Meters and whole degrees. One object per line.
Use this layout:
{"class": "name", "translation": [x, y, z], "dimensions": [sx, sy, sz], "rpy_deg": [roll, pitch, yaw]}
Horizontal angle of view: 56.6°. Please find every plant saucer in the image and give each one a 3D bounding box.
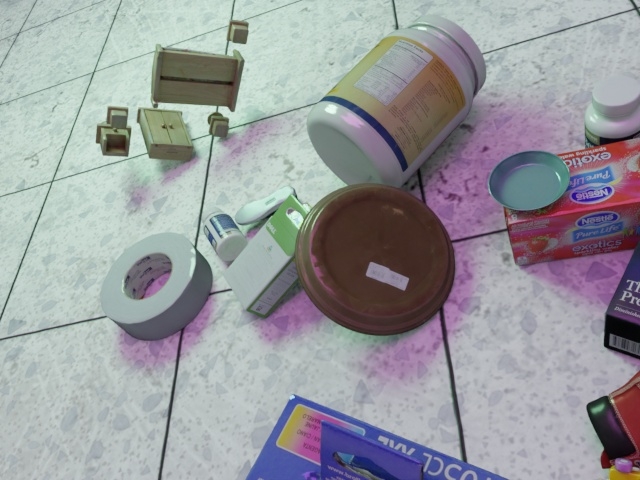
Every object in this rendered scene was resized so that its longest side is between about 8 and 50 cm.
{"class": "plant saucer", "translation": [0.320, -0.088, 0.913], "dimensions": [0.119, 0.021, 0.119], "rpy_deg": [-13, 51, 17]}
{"class": "plant saucer", "translation": [0.096, 0.021, 0.998], "dimensions": [0.277, 0.041, 0.278], "rpy_deg": [3, 67, -7]}

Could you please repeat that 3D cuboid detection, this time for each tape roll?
{"class": "tape roll", "translation": [-0.333, 0.090, 1.208], "dimensions": [0.219, 0.072, 0.219], "rpy_deg": [-13, 49, 16]}

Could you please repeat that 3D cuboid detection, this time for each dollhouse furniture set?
{"class": "dollhouse furniture set", "translation": [-0.363, -0.386, 1.400], "dimensions": [0.303, 0.356, 0.174], "rpy_deg": [-2, 42, -27]}

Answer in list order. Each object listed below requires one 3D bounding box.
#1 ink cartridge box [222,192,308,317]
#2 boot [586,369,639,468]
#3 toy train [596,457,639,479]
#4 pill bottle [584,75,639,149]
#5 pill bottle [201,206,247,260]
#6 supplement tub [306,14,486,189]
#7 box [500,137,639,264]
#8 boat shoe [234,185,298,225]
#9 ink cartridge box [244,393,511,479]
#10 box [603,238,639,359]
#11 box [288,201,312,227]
{"class": "ink cartridge box", "translation": [-0.078, 0.029, 1.101], "dimensions": [0.209, 0.062, 0.109], "rpy_deg": [-49, 48, 10]}
{"class": "boot", "translation": [0.448, 0.271, 0.710], "dimensions": [0.176, 0.088, 0.244], "rpy_deg": [-46, 63, 22]}
{"class": "toy train", "translation": [0.372, 0.331, 0.707], "dimensions": [0.166, 0.046, 0.125], "rpy_deg": [33, 110, 31]}
{"class": "pill bottle", "translation": [0.486, -0.183, 0.978], "dimensions": [0.094, 0.169, 0.094], "rpy_deg": [-13, 49, 15]}
{"class": "pill bottle", "translation": [-0.204, -0.017, 1.235], "dimensions": [0.067, 0.067, 0.120], "rpy_deg": [-35, 48, -5]}
{"class": "supplement tub", "translation": [0.151, -0.261, 1.156], "dimensions": [0.228, 0.228, 0.316], "rpy_deg": [31, 71, 39]}
{"class": "box", "translation": [0.425, -0.061, 0.942], "dimensions": [0.256, 0.123, 0.128], "rpy_deg": [-10, 52, 18]}
{"class": "boat shoe", "translation": [-0.111, -0.066, 1.250], "dimensions": [0.142, 0.040, 0.049], "rpy_deg": [-27, 57, 4]}
{"class": "ink cartridge box", "translation": [0.088, 0.315, 0.616], "dimensions": [0.270, 0.395, 0.151], "rpy_deg": [13, 60, 32]}
{"class": "box", "translation": [0.542, 0.093, 0.784], "dimensions": [0.261, 0.103, 0.184], "rpy_deg": [19, 62, 35]}
{"class": "box", "translation": [0.000, 0.000, 1.137], "dimensions": [0.059, 0.054, 0.169], "rpy_deg": [-37, 48, -6]}
